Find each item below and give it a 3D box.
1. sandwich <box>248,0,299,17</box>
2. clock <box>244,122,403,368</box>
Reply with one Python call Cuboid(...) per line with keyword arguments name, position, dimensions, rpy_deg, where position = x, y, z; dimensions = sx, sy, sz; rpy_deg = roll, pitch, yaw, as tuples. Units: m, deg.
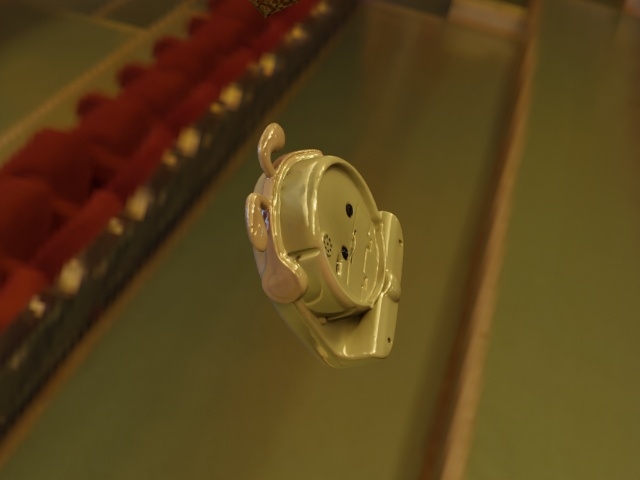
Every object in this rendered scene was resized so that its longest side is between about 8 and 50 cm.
Cuboid(name="sandwich", position=(0.008, -0.399, 2.259), dimensions=(0.251, 0.226, 0.087), rpy_deg=(-20, -24, 16))
Cuboid(name="clock", position=(0.000, 0.000, 1.603), dimensions=(0.062, 0.191, 0.151), rpy_deg=(-13, 49, 26))
